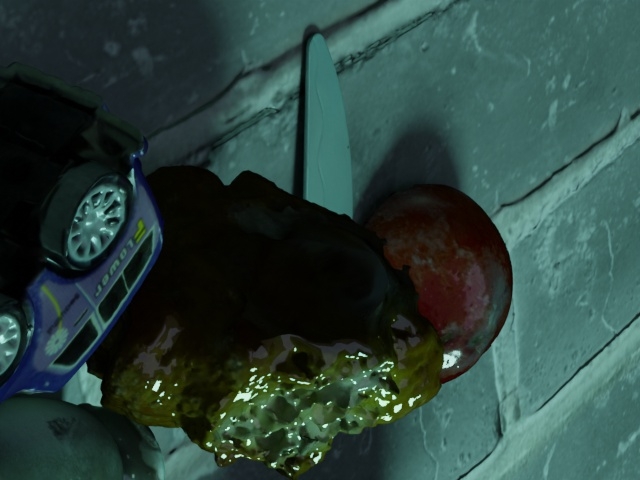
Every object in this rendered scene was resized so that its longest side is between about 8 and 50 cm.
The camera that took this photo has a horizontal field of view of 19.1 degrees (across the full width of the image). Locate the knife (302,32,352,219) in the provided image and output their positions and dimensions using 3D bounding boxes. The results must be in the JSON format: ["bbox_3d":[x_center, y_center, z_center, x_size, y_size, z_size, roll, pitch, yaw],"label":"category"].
[{"bbox_3d":[0.001,0.000,1.533,0.080,0.044,0.331,-3,100,-52],"label":"knife"}]

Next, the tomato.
[{"bbox_3d":[0.104,0.044,1.626,0.189,0.099,0.173,-20,118,-47],"label":"tomato"}]

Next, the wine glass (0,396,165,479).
[{"bbox_3d":[-0.195,0.158,1.250,0.204,0.111,0.111,6,96,-58],"label":"wine glass"}]

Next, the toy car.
[{"bbox_3d":[-0.204,0.021,1.157,0.235,0.172,0.158,-56,149,-20],"label":"toy car"}]

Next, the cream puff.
[{"bbox_3d":[-0.040,0.054,1.315,0.155,0.269,0.241,-54,-166,37],"label":"cream puff"}]
